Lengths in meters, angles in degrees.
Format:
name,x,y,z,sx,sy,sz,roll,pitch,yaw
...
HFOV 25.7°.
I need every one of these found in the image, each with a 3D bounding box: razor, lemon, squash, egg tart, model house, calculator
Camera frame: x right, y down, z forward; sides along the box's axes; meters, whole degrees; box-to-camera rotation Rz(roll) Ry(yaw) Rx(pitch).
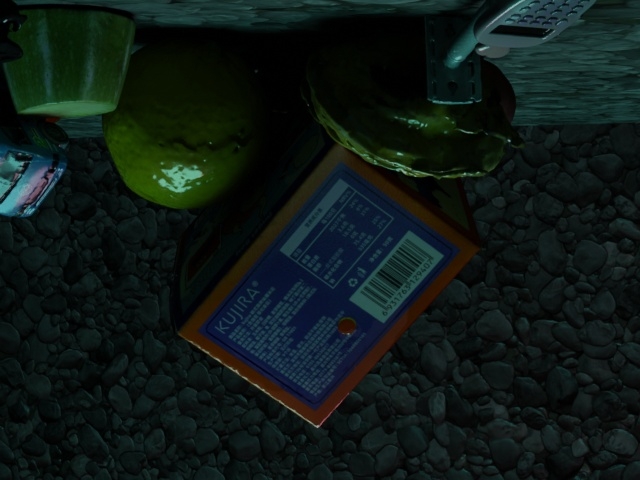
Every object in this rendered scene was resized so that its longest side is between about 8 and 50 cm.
name,x,y,z,sx,sy,sz,roll,pitch,yaw
razor,0.172,-0.229,1.544,0.068,0.106,0.232,0,172,-10
lemon,-0.176,-0.154,1.860,0.228,0.228,0.253,0,165,0
squash,-0.298,-0.211,1.645,0.170,0.123,0.170,-4,176,0
egg tart,0.124,-0.185,1.734,0.297,0.132,0.297,18,-148,-11
model house,-0.071,-0.211,2.123,0.239,0.173,0.268,-13,-152,17
calculator,0.214,-0.228,1.421,0.103,0.024,0.166,-1,161,-32

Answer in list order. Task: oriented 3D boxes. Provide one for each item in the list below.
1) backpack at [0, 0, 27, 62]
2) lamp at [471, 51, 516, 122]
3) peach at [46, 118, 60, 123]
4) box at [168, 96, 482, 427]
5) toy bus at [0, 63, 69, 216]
name,x,y,z,sx,sy,sz,roll,pitch,yaw
backpack,-0.424,-0.187,1.452,0.258,0.133,0.206,-14,-167,16
lamp,0.186,-0.209,1.958,0.182,0.140,0.182,17,173,2
peach,-0.396,-0.210,1.942,0.118,0.151,0.151,13,179,-10
box,0.000,0.000,1.914,0.257,0.348,0.318,35,-160,-17
toy bus,-0.417,-0.148,1.710,0.134,0.246,0.113,8,130,-52
